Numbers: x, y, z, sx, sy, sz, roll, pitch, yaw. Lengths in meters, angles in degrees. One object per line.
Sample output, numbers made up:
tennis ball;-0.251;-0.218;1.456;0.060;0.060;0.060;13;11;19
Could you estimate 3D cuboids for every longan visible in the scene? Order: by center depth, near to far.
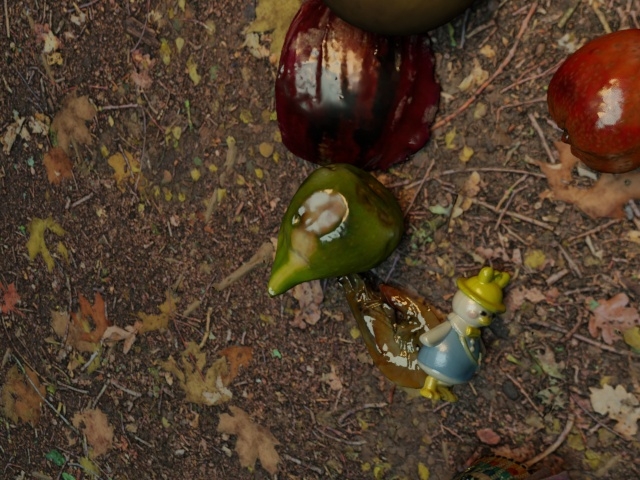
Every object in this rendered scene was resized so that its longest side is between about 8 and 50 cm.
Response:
longan;0.111;-0.432;0.931;0.300;0.300;0.243;59;164;5

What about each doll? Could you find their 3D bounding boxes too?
doll;0.233;0.150;1.074;0.135;0.098;0.240;24;103;-4

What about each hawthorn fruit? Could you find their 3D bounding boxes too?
hawthorn fruit;0.409;-0.194;0.862;0.200;0.179;0.179;-37;82;12

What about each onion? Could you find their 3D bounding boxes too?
onion;0.050;-0.258;1.072;0.280;0.146;0.314;18;107;22

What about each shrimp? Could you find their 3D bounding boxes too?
shrimp;0.128;0.135;1.172;0.152;0.063;0.287;-31;89;31

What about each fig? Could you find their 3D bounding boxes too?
fig;0.000;0.000;1.119;0.275;0.206;0.206;-46;78;23

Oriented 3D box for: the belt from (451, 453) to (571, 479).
belt;0.296;0.496;1.113;0.207;0.161;0.294;22;113;44
